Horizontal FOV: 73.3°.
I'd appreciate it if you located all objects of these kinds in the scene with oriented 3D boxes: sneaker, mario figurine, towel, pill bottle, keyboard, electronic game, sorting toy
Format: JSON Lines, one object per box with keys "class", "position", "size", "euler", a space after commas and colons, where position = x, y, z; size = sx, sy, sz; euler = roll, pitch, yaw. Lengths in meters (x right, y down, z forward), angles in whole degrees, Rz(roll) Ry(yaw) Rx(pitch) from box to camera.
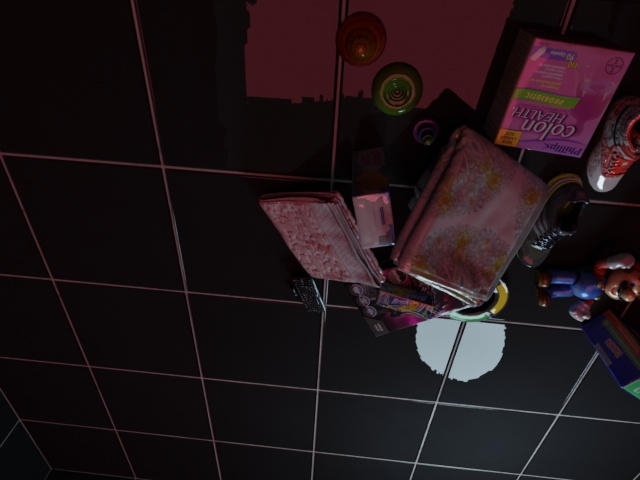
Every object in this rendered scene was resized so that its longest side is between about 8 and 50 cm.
{"class": "sneaker", "position": [0.642, -0.036, 1.203], "size": [0.111, 0.121, 0.299], "euler": [9, 126, 0]}
{"class": "mario figurine", "position": [0.823, 0.141, 1.276], "size": [0.321, 0.169, 0.198], "euler": [-7, 159, 20]}
{"class": "towel", "position": [0.373, -0.042, 1.062], "size": [0.321, 0.090, 0.374], "euler": [24, 95, -30]}
{"class": "pill bottle", "position": [0.323, -0.152, 1.165], "size": [0.108, 0.108, 0.193], "euler": [24, 125, -11]}
{"class": "keyboard", "position": [-0.053, 0.185, 1.480], "size": [0.108, 0.023, 0.180], "euler": [3, 133, 26]}
{"class": "electronic game", "position": [0.503, 0.186, 1.423], "size": [0.230, 0.048, 0.229], "euler": [3, 126, 4]}
{"class": "sneaker", "position": [0.736, -0.211, 1.055], "size": [0.090, 0.145, 0.269], "euler": [-3, 125, 8]}
{"class": "towel", "position": [0.000, 0.000, 1.250], "size": [0.317, 0.053, 0.331], "euler": [5, 135, 46]}
{"class": "sorting toy", "position": [0.170, -0.361, 1.022], "size": [0.127, 0.126, 0.365], "euler": [-33, 115, 25]}

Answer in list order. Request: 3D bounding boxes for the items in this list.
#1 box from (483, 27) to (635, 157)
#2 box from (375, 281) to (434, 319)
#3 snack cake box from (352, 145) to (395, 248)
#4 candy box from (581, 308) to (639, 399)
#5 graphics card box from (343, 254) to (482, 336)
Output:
{"class": "box", "position": [0.536, -0.340, 1.002], "size": [0.214, 0.117, 0.242], "euler": [9, 126, -1]}
{"class": "box", "position": [0.255, 0.180, 1.303], "size": [0.169, 0.059, 0.054], "euler": [16, 121, 4]}
{"class": "snack cake box", "position": [0.135, -0.117, 1.113], "size": [0.089, 0.264, 0.152], "euler": [-8, 124, 10]}
{"class": "candy box", "position": [1.046, 0.406, 1.385], "size": [0.317, 0.268, 0.122], "euler": [30, 119, -15]}
{"class": "graphics card box", "position": [0.288, 0.147, 1.367], "size": [0.371, 0.094, 0.232], "euler": [-23, 111, 24]}
